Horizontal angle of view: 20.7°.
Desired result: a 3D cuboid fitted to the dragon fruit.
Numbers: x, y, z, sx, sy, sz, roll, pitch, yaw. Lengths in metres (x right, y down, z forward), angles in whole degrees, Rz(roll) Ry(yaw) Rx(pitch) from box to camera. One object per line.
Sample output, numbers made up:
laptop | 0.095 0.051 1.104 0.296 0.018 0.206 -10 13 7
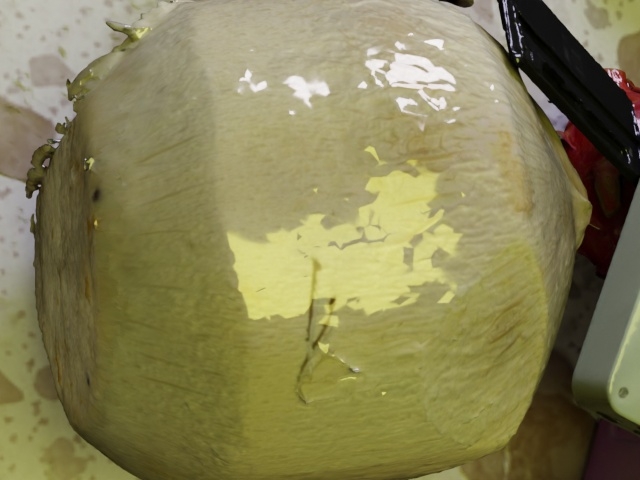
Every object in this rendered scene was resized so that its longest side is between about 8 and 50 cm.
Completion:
dragon fruit | 0.238 -0.055 1.344 0.136 0.133 0.166 15 64 -53

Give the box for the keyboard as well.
keyboard | 0.171 -0.108 1.181 0.250 0.017 0.087 32 43 -56

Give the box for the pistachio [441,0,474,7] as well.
pistachio | 0.015 -0.210 1.274 0.229 0.157 0.157 35 75 -27

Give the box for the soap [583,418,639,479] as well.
soap | 0.275 0.110 1.347 0.065 0.122 0.203 21 78 -16

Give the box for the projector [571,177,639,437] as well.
projector | 0.326 0.043 1.257 0.257 0.079 0.259 26 78 -27

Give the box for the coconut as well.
coconut | 0.000 0.000 1.148 0.360 0.346 0.346 -4 86 -18
